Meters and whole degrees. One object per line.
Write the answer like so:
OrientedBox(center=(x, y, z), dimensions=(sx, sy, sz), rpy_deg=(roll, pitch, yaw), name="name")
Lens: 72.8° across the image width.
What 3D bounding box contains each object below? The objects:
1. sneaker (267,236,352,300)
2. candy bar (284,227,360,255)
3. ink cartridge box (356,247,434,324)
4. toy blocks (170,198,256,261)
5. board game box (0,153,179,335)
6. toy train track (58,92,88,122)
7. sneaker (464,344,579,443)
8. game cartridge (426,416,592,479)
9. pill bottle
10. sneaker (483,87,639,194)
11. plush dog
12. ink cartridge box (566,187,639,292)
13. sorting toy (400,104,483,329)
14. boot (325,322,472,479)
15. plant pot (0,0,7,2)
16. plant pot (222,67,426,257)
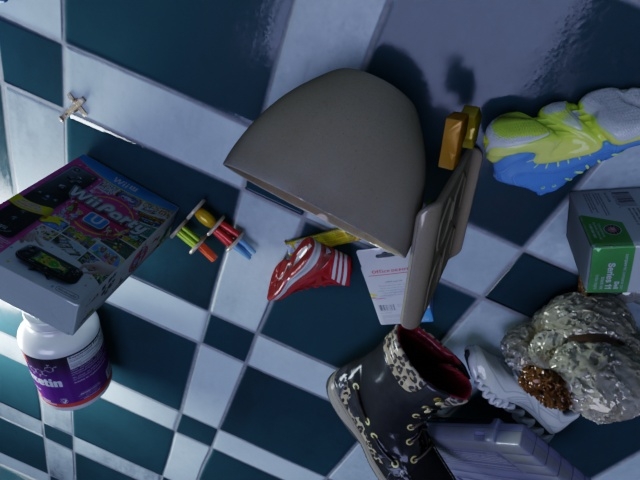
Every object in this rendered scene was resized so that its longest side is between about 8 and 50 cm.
OrientedBox(center=(-0.016, 0.082, 0.857), dimensions=(0.128, 0.086, 0.221), rpy_deg=(21, 148, -19), name="sneaker")
OrientedBox(center=(0.000, 0.000, 0.836), dimensions=(0.162, 0.018, 0.040), rpy_deg=(-14, 115, 26), name="candy bar")
OrientedBox(center=(0.143, 0.069, 0.812), dimensions=(0.105, 0.061, 0.181), rpy_deg=(-8, 121, 22), name="ink cartridge box")
OrientedBox(center=(-0.215, 0.003, 0.883), dimensions=(0.148, 0.054, 0.123), rpy_deg=(42, 124, -13), name="toy blocks")
OrientedBox(center=(-0.440, -0.009, 0.789), dimensions=(0.224, 0.303, 0.097), rpy_deg=(30, 127, -5), name="board game box")
OrientedBox(center=(-0.471, -0.245, 0.817), dimensions=(0.083, 0.014, 0.048), rpy_deg=(-23, 114, 29), name="toy train track")
OrientedBox(center=(0.400, 0.291, 0.870), dimensions=(0.292, 0.110, 0.118), rpy_deg=(41, 114, -18), name="sneaker")
OrientedBox(center=(0.364, 0.475, 0.963), dimensions=(0.230, 0.068, 0.355), rpy_deg=(44, 145, -10), name="game cartridge")
OrientedBox(center=(-0.665, 0.284, 1.138), dimensions=(0.182, 0.181, 0.322), rpy_deg=(14, 126, 8), name="pill bottle")
OrientedBox(center=(0.354, -0.132, 0.608), dimensions=(0.240, 0.091, 0.126), rpy_deg=(-3, 143, 16), name="sneaker")
OrientedBox(center=(0.441, 0.186, 0.697), dimensions=(0.263, 0.225, 0.210), rpy_deg=(3, 124, 16), name="plush dog")
OrientedBox(center=(0.473, -0.005, 0.602), dimensions=(0.209, 0.153, 0.086), rpy_deg=(-2, 123, 20), name="ink cartridge box")
OrientedBox(center=(0.177, -0.048, 0.627), dimensions=(0.041, 0.229, 0.307), rpy_deg=(19, 129, 25), name="sorting toy")
OrientedBox(center=(0.200, 0.365, 0.883), dimensions=(0.377, 0.138, 0.284), rpy_deg=(50, 132, 20), name="boot")
OrientedBox(center=(-0.594, -0.451, 0.590), dimensions=(0.236, 0.212, 0.235), rpy_deg=(17, 126, 5), name="plant pot")
OrientedBox(center=(0.035, -0.122, 0.615), dimensions=(0.284, 0.284, 0.190), rpy_deg=(28, 91, -3), name="plant pot")
